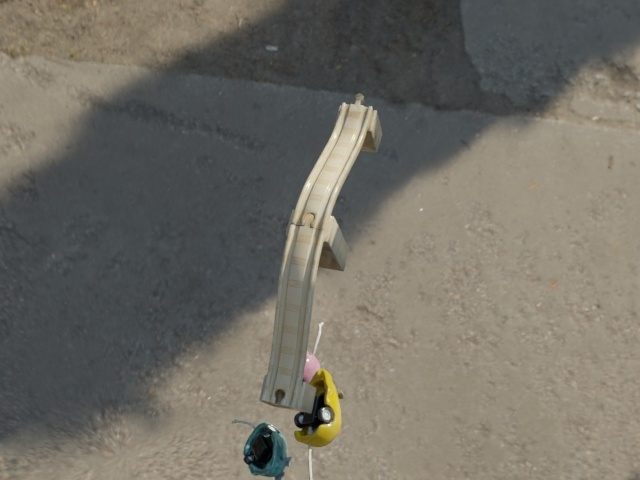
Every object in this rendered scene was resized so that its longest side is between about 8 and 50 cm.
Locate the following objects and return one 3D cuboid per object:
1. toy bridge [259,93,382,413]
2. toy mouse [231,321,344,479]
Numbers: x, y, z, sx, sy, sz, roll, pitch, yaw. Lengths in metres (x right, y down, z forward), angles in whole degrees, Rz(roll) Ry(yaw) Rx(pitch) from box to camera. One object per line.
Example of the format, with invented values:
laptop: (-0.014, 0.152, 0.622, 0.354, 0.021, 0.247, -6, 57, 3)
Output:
toy bridge: (0.000, 0.000, 0.375, 0.026, 0.063, 0.188, 11, 74, 15)
toy mouse: (-0.028, 0.153, 0.585, 0.031, 0.143, 0.161, 33, 47, -25)
